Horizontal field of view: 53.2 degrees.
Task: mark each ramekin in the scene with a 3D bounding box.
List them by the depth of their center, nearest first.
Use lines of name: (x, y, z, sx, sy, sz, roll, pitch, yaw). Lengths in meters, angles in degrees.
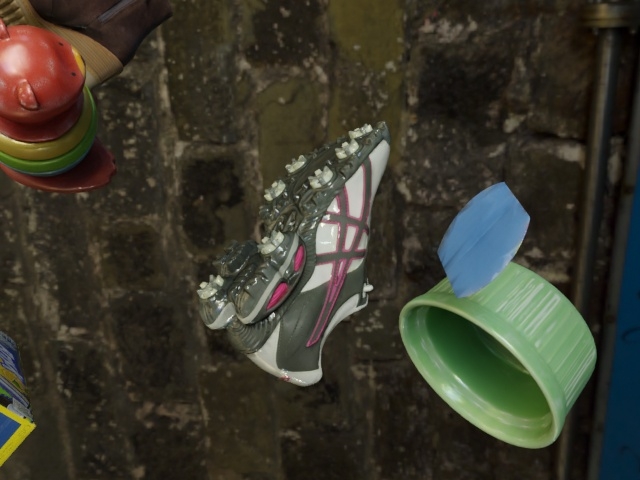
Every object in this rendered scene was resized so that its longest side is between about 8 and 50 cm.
ramekin: (0.290, 0.173, 1.044, 0.148, 0.303, 0.303, -40, 144, -24)

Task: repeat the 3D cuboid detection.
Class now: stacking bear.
stacking bear: (-0.361, -0.172, 0.818, 0.289, 0.164, 0.175, 149, -76, -70)

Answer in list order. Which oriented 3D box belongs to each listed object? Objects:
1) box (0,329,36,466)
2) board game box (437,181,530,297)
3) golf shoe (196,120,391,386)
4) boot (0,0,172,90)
box: (-0.247, 0.105, 0.448, 0.059, 0.169, 0.054, -50, 118, -11)
board game box: (0.216, 0.003, 0.819, 0.133, 0.033, 0.168, -51, -159, 22)
golf shoe: (0.000, 0.000, 0.584, 0.120, 0.105, 0.272, 51, 53, -25)
boot: (-0.340, -0.354, 0.892, 0.206, 0.090, 0.248, -55, 136, -22)
